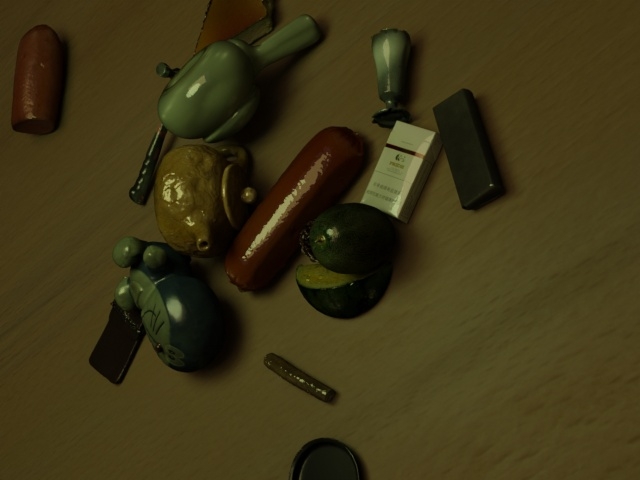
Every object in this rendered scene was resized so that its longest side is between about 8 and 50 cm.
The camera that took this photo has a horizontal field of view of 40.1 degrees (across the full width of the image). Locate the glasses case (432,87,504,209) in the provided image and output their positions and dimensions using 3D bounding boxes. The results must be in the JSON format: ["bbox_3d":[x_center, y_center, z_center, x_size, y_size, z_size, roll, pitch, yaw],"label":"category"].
[{"bbox_3d":[0.232,-0.145,1.385,0.072,0.042,0.191,-29,60,32],"label":"glasses case"}]

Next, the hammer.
[{"bbox_3d":[-0.327,-0.209,1.775,0.033,0.111,0.288,31,102,41],"label":"hammer"}]

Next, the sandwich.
[{"bbox_3d":[-0.159,-0.433,1.745,0.162,0.058,0.193,12,80,36],"label":"sandwich"}]

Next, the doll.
[{"bbox_3d":[-0.272,0.120,1.580,0.258,0.154,0.228,59,150,33],"label":"doll"}]

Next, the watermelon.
[{"bbox_3d":[0.033,0.087,1.455,0.181,0.092,0.075,-5,117,31],"label":"watermelon"}]

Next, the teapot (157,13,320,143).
[{"bbox_3d":[-0.154,-0.301,1.606,0.318,0.149,0.220,-36,24,23],"label":"teapot"}]

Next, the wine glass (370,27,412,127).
[{"bbox_3d":[0.119,-0.276,1.490,0.072,0.072,0.155,-10,71,33],"label":"wine glass"}]

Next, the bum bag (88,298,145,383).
[{"bbox_3d":[-0.399,0.193,1.729,0.109,0.026,0.159,27,91,37],"label":"bum bag"}]

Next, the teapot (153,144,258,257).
[{"bbox_3d":[-0.188,-0.081,1.578,0.167,0.203,0.311,-5,36,16],"label":"teapot"}]

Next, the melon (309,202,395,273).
[{"bbox_3d":[0.049,-0.004,1.389,0.114,0.167,0.114,2,93,41],"label":"melon"}]

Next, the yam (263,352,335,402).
[{"bbox_3d":[-0.038,0.228,1.459,0.145,0.032,0.032,24,89,37],"label":"yam"}]

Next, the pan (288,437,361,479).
[{"bbox_3d":[-0.025,0.416,1.389,0.235,0.028,0.136,-47,54,10],"label":"pan"}]

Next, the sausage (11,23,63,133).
[{"bbox_3d":[-0.660,-0.381,2.051,0.113,0.113,0.259,-10,71,33],"label":"sausage"}]

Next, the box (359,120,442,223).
[{"bbox_3d":[0.134,-0.114,1.446,0.084,0.040,0.154,24,88,40],"label":"box"}]

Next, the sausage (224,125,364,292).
[{"bbox_3d":[-0.051,-0.054,1.522,0.097,0.094,0.348,43,100,31],"label":"sausage"}]

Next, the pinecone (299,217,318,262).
[{"bbox_3d":[0.000,0.000,1.476,0.077,0.083,0.077,-2,81,13],"label":"pinecone"}]
